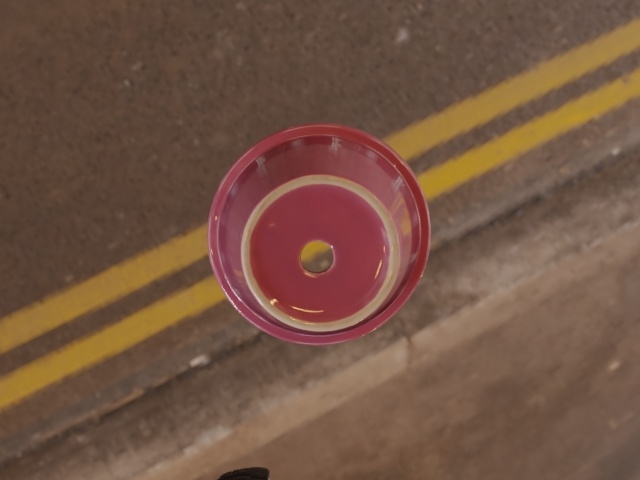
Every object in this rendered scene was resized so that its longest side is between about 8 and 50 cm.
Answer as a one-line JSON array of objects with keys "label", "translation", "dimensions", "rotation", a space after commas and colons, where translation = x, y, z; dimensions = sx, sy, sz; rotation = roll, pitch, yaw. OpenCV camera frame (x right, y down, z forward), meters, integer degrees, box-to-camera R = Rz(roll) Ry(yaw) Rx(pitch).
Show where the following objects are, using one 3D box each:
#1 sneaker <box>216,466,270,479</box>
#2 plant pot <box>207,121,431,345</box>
[{"label": "sneaker", "translation": [-0.089, 0.355, 1.347], "dimensions": [0.111, 0.121, 0.300], "rotation": [-19, -156, 31]}, {"label": "plant pot", "translation": [0.000, 0.000, 1.194], "dimensions": [0.201, 0.201, 0.180], "rotation": [-34, -174, 3]}]
